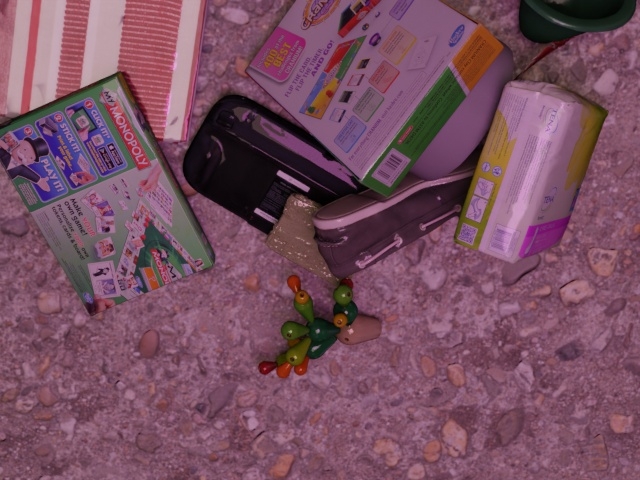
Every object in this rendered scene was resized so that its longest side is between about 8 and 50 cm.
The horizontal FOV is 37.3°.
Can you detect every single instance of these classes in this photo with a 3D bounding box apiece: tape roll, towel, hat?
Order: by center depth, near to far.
[{"bbox_3d":[0.170,-0.194,1.314,0.072,0.219,0.219,28,102,-19],"label":"tape roll"},{"bbox_3d":[-0.339,-0.279,1.383,0.328,0.037,0.237,9,102,-5],"label":"towel"},{"bbox_3d":[0.328,-0.303,1.386,0.208,0.173,0.184,-10,149,-19],"label":"hat"},{"bbox_3d":[0.000,0.000,1.414,0.148,0.027,0.110,27,117,-8],"label":"towel"}]

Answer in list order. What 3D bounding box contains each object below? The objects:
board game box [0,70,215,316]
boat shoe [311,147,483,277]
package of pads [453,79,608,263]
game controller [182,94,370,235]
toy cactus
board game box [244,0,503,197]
[{"bbox_3d":[-0.319,-0.063,1.406,0.213,0.046,0.317,-22,111,6],"label":"board game box"},{"bbox_3d":[0.139,-0.047,1.378,0.335,0.112,0.096,-22,113,-21],"label":"boat shoe"},{"bbox_3d":[0.300,-0.100,1.307,0.101,0.296,0.229,22,104,22],"label":"package of pads"},{"bbox_3d":[-0.047,-0.082,1.432,0.319,0.067,0.166,30,116,-8],"label":"game controller"},{"bbox_3d":[0.008,0.132,1.453,0.180,0.112,0.219,3,131,-36],"label":"toy cactus"},{"bbox_3d":[0.058,-0.242,1.269,0.064,0.316,0.242,26,106,-47],"label":"board game box"}]
